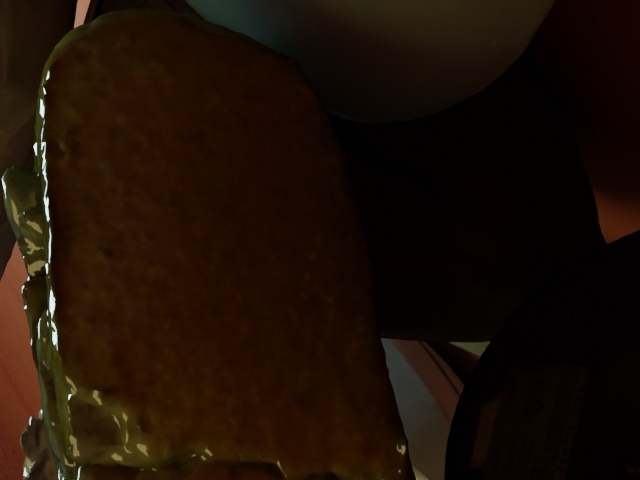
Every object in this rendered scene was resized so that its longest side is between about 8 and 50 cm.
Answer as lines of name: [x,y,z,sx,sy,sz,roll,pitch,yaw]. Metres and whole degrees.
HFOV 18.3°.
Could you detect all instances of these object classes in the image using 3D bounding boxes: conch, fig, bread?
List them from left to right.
bread: [-0.041,0.048,0.715,0.186,0.124,0.257,135,120,-79]
conch: [-0.007,-0.138,0.736,0.221,0.121,0.185,35,137,38]
fig: [0.062,-0.020,0.836,0.274,0.170,0.145,24,-179,22]

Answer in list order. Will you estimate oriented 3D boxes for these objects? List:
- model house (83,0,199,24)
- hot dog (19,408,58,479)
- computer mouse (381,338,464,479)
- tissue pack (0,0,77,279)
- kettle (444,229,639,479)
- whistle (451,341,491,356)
model house: [-0.065,-0.076,1.047,0.207,0.136,0.219,50,164,10]
hot dog: [-0.074,0.250,1.516,0.365,0.196,0.367,12,-116,-86]
computer mouse: [0.026,0.115,1.239,0.297,0.121,0.184,22,139,39]
tissue pack: [-0.225,-0.141,1.063,0.375,0.195,0.390,109,165,-69]
kettle: [0.173,0.163,0.706,0.271,0.207,0.251,66,-157,-43]
whistle: [0.105,0.036,0.945,0.062,0.062,0.312,59,163,-22]
